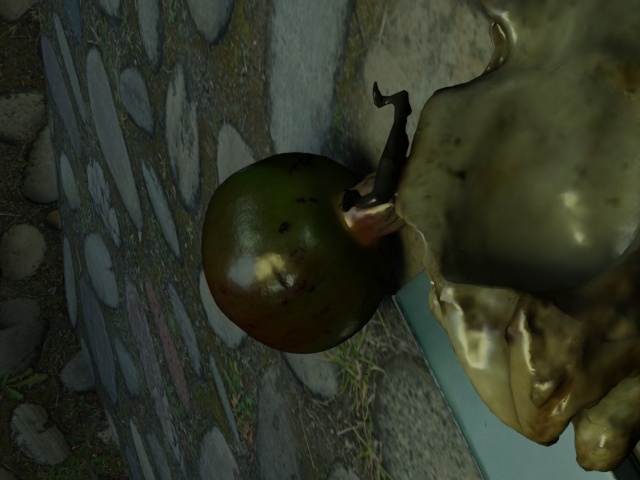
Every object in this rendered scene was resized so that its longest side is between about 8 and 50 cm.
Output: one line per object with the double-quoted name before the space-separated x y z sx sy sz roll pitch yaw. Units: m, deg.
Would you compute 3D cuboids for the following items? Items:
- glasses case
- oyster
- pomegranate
"glasses case" 0.154 0.123 0.650 0.105 0.056 0.266 -45 59 36
"oyster" 0.108 -0.081 0.384 0.133 0.337 0.198 3 149 31
"pomegranate" 0.000 0.000 0.802 0.209 0.180 0.180 -25 78 30
